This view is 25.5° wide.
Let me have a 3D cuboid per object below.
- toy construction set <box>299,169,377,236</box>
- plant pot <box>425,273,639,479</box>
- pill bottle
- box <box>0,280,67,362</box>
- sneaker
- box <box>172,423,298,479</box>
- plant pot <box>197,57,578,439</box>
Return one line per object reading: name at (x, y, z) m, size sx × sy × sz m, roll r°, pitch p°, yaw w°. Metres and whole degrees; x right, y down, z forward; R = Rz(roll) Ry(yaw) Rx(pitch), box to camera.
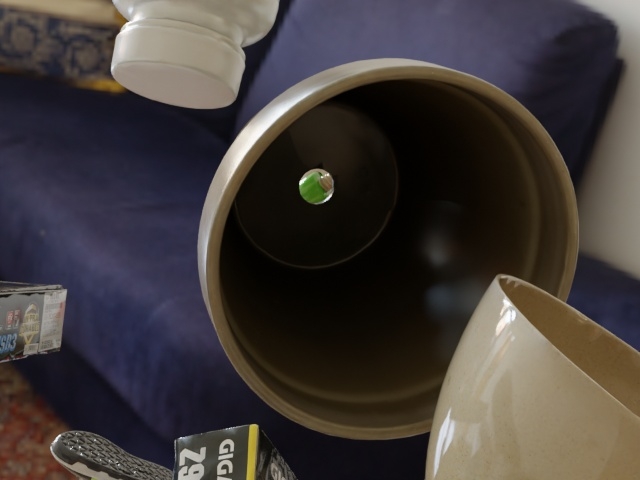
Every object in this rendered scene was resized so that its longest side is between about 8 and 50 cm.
toy construction set at (0.000, 0.000, 1.631) m, size 0.257 × 0.237 × 0.309 m, roll 58°, pitch 21°, yaw -1°
plant pot at (0.182, 0.184, 0.985) m, size 0.284 × 0.191 × 0.284 m, roll 34°, pitch 10°, yaw -7°
pill bottle at (-0.119, -0.305, 1.456) m, size 0.176 × 0.319 × 0.176 m, roll 10°, pitch -14°, yaw 2°
box at (-0.404, 0.060, 1.236) m, size 0.295 × 0.073 × 0.293 m, roll 5°, pitch -2°, yaw 7°
sneaker at (-0.266, 0.328, 1.825) m, size 0.234 × 0.097 × 0.084 m, roll 35°, pitch 9°, yaw -38°
box at (-0.026, 0.336, 1.088) m, size 0.079 × 0.322 × 0.257 m, roll -12°, pitch 47°, yaw 17°
plant pot at (0.028, -0.019, 1.285) m, size 0.323 × 0.323 × 0.280 m, roll 2°, pitch 14°, yaw -17°
